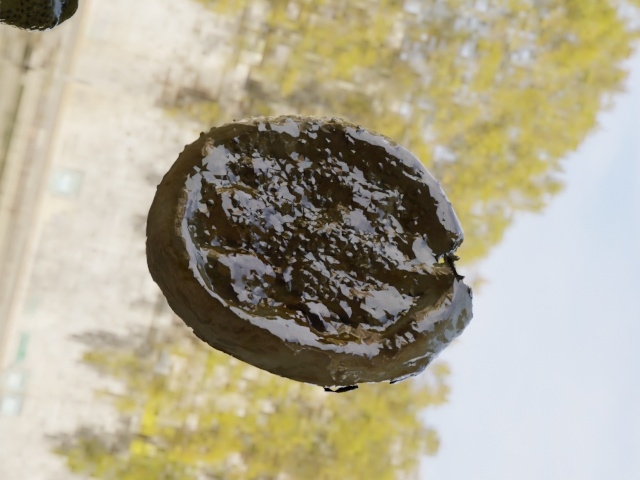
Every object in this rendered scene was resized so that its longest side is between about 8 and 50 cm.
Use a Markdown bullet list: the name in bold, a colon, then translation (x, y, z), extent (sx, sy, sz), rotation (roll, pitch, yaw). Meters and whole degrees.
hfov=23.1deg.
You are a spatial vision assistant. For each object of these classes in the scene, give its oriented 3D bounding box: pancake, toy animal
- **pancake**: translation (-0.001, 0.001, 1.729), extent (0.071, 0.382, 0.382), rotation (118, -17, -50)
- **toy animal**: translation (-0.296, -0.236, 1.483), extent (0.073, 0.181, 0.136), rotation (-101, -163, -46)
